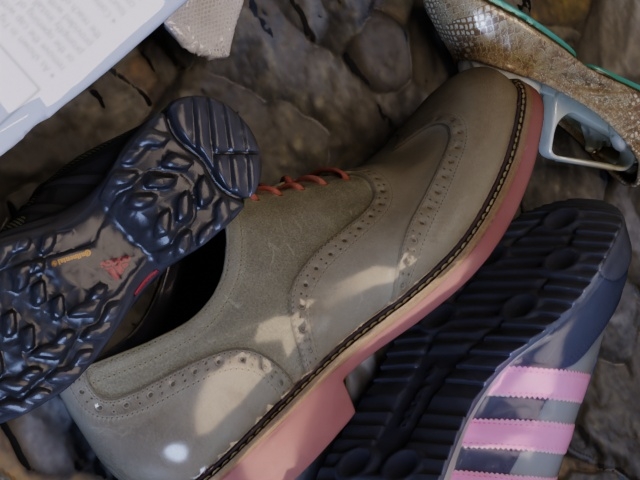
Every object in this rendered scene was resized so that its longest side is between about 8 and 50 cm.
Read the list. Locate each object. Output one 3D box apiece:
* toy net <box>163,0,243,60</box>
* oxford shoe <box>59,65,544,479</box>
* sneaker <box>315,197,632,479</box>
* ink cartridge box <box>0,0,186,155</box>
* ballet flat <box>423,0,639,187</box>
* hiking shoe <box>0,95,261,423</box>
[{"bbox_3d":[-0.081,-0.213,0.985,0.122,0.045,0.232,-13,90,-38],"label":"toy net"},{"bbox_3d":[0.000,0.000,0.954,0.130,0.123,0.348,48,57,-12],"label":"oxford shoe"},{"bbox_3d":[0.098,0.117,1.023,0.319,0.112,0.131,-52,128,-27],"label":"sneaker"},{"bbox_3d":[-0.196,-0.212,0.867,0.385,0.091,0.308,-43,104,-9],"label":"ink cartridge box"},{"bbox_3d":[0.143,-0.090,1.104,0.206,0.073,0.067,25,82,-25],"label":"ballet flat"},{"bbox_3d":[-0.127,0.016,0.878,0.227,0.114,0.086,-36,97,-5],"label":"hiking shoe"}]
